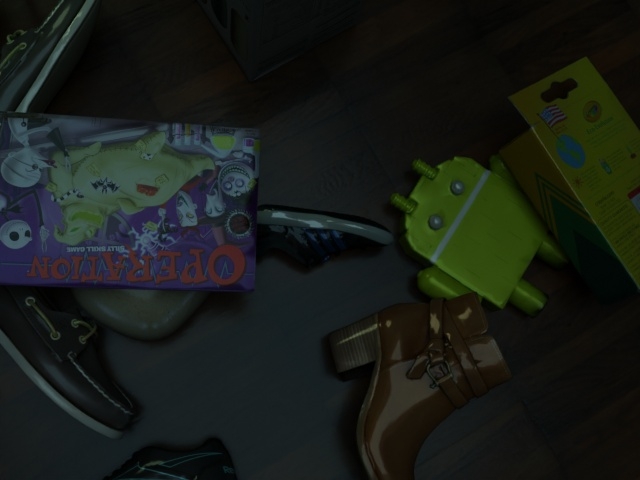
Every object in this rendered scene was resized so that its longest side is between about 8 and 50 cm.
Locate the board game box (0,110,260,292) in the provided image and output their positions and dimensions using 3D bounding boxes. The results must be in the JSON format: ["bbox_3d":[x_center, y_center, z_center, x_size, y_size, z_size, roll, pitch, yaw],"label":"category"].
[{"bbox_3d":[-0.249,-0.044,0.958,0.346,0.056,0.208,2,91,-11],"label":"board game box"}]

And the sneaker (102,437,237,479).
[{"bbox_3d":[-0.236,0.330,1.012,0.267,0.101,0.106,-10,59,-8],"label":"sneaker"}]

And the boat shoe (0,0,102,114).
[{"bbox_3d":[-0.401,-0.232,1.077,0.091,0.109,0.305,28,81,-6],"label":"boat shoe"}]

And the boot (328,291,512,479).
[{"bbox_3d":[0.149,0.217,1.050,0.220,0.109,0.284,-17,68,4],"label":"boot"}]

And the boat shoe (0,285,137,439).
[{"bbox_3d":[-0.351,0.119,1.015,0.324,0.116,0.097,42,80,8],"label":"boat shoe"}]

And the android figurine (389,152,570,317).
[{"bbox_3d":[0.229,-0.013,1.144,0.272,0.056,0.248,36,77,-1],"label":"android figurine"}]

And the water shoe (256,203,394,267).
[{"bbox_3d":[0.000,0.000,1.114,0.203,0.073,0.080,9,100,-1],"label":"water shoe"}]

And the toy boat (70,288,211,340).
[{"bbox_3d":[-0.267,-0.036,1.053,0.318,0.148,0.268,35,82,-7],"label":"toy boat"}]

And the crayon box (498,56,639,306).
[{"bbox_3d":[0.396,-0.091,1.135,0.202,0.081,0.319,-28,84,-33],"label":"crayon box"}]

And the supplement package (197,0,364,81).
[{"bbox_3d":[-0.061,-0.387,1.070,0.198,0.263,0.199,-32,84,-11],"label":"supplement package"}]
